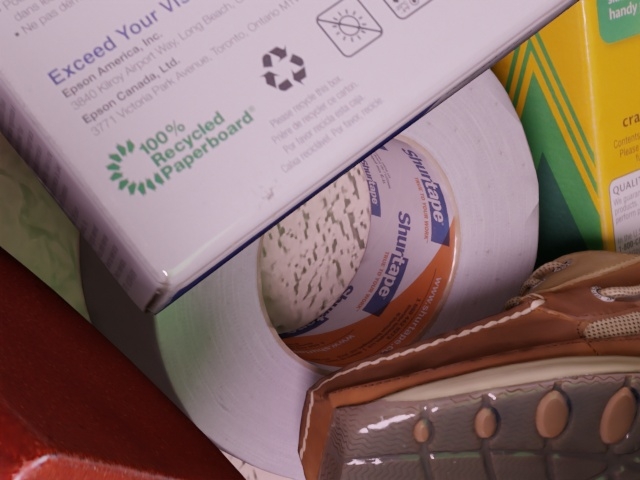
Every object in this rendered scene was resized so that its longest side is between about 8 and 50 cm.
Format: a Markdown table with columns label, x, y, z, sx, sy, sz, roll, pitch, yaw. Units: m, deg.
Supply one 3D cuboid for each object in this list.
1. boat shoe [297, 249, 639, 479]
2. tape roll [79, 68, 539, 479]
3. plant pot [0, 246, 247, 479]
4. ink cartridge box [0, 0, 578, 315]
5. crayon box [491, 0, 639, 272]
| label | x | y | z | sx | sy | sz | roll | pitch | yaw |
| --- | --- | --- | --- | --- | --- | --- | --- | --- | --- |
| boat shoe | 0.138 | 0.068 | 0.690 | 0.324 | 0.120 | 0.122 | -4 | 126 | -24 |
| tape roll | 0.000 | 0.000 | 0.688 | 0.219 | 0.072 | 0.219 | -9 | 106 | -33 |
| plant pot | -0.175 | 0.097 | 0.421 | 0.267 | 0.236 | 0.267 | -64 | 161 | -6 |
| ink cartridge box | -0.039 | -0.194 | 0.578 | 0.324 | 0.071 | 0.330 | -37 | 88 | -21 |
| crayon box | 0.194 | -0.101 | 0.794 | 0.203 | 0.083 | 0.323 | -21 | 113 | -30 |
